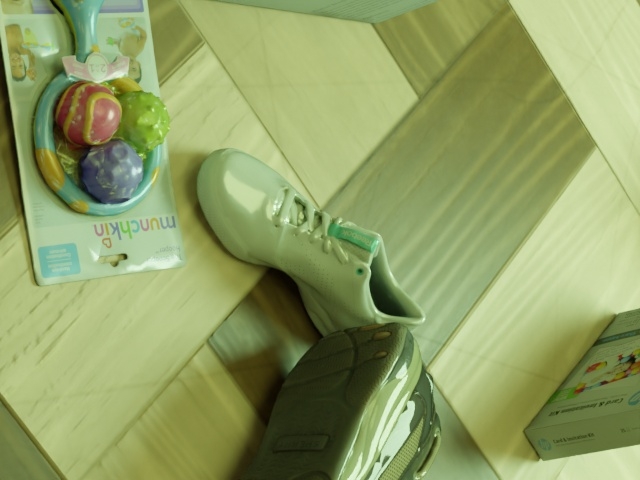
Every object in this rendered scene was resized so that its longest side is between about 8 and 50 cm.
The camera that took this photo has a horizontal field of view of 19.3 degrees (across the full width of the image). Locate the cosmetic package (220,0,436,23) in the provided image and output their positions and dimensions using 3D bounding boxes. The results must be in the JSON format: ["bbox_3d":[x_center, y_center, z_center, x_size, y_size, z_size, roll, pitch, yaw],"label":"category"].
[{"bbox_3d":[-0.002,-0.234,1.483,0.231,0.117,0.085,4,76,-44],"label":"cosmetic package"}]

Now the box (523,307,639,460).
[{"bbox_3d":[0.280,0.115,1.639,0.186,0.145,0.038,-45,108,-39],"label":"box"}]

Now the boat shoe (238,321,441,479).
[{"bbox_3d":[-0.002,0.219,1.360,0.130,0.132,0.355,52,56,-27],"label":"boat shoe"}]

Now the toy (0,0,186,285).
[{"bbox_3d":[-0.154,-0.095,1.347,0.137,0.056,0.237,-8,85,-42],"label":"toy"}]

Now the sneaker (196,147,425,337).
[{"bbox_3d":[0.000,0.000,1.441,0.212,0.094,0.080,44,55,-26],"label":"sneaker"}]
